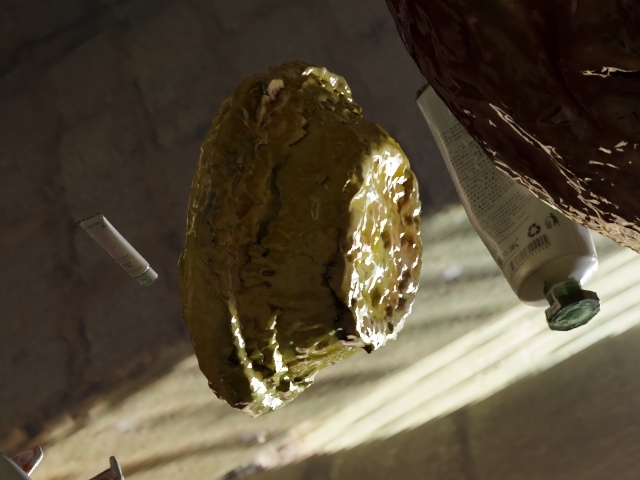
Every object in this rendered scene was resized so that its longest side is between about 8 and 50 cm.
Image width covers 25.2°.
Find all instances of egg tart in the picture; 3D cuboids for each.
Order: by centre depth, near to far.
[{"bbox_3d":[0.000,0.000,1.098,0.294,0.123,0.294,6,90,-68],"label":"egg tart"}]

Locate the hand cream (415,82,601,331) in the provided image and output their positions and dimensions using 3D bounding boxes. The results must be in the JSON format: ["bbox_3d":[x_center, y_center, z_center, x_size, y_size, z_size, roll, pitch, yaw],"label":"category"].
[{"bbox_3d":[0.177,-0.064,1.352,0.076,0.121,0.336,17,41,-42],"label":"hand cream"}]

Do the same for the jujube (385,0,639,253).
[{"bbox_3d":[0.184,-0.110,0.512,0.376,0.276,0.276,27,18,-19],"label":"jujube"}]

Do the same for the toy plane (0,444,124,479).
[{"bbox_3d":[-0.310,0.282,1.406,0.252,0.252,0.118,-112,-171,-52],"label":"toy plane"}]

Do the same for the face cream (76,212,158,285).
[{"bbox_3d":[-0.233,0.010,1.661,0.115,0.038,0.020,50,37,-30],"label":"face cream"}]
